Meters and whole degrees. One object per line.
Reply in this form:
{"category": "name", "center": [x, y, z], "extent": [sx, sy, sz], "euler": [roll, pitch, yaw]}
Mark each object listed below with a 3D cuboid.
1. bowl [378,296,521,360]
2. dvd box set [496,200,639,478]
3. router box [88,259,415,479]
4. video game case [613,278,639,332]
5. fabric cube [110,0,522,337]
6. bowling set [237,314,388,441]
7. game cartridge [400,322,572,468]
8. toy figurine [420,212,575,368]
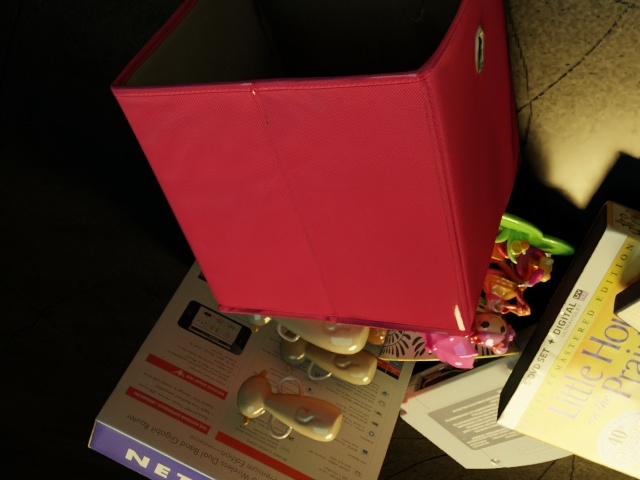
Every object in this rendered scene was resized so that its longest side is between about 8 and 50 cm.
{"category": "bowl", "center": [0.151, 0.097, 0.954], "extent": [0.170, 0.080, 0.170], "euler": [-3, 175, 0]}
{"category": "dvd box set", "center": [0.442, 0.159, 0.857], "extent": [0.421, 0.062, 0.307], "euler": [21, 126, 5]}
{"category": "router box", "center": [-0.073, 0.200, 1.026], "extent": [0.336, 0.301, 0.082], "euler": [28, 138, -1]}
{"category": "video game case", "center": [0.453, 0.063, 0.704], "extent": [0.248, 0.035, 0.275], "euler": [35, 137, -6]}
{"category": "fabric cube", "center": [0.025, -0.100, 0.706], "extent": [0.259, 0.254, 0.258], "euler": [3, 133, 24]}
{"category": "bowling set", "center": [0.002, 0.103, 0.990], "extent": [0.154, 0.286, 0.200], "euler": [15, 171, 20]}
{"category": "game cartridge", "center": [0.257, 0.223, 1.072], "extent": [0.196, 0.060, 0.294], "euler": [43, 136, -13]}
{"category": "toy figurine", "center": [0.170, 0.058, 0.841], "extent": [0.173, 0.159, 0.130], "euler": [18, 173, -13]}
